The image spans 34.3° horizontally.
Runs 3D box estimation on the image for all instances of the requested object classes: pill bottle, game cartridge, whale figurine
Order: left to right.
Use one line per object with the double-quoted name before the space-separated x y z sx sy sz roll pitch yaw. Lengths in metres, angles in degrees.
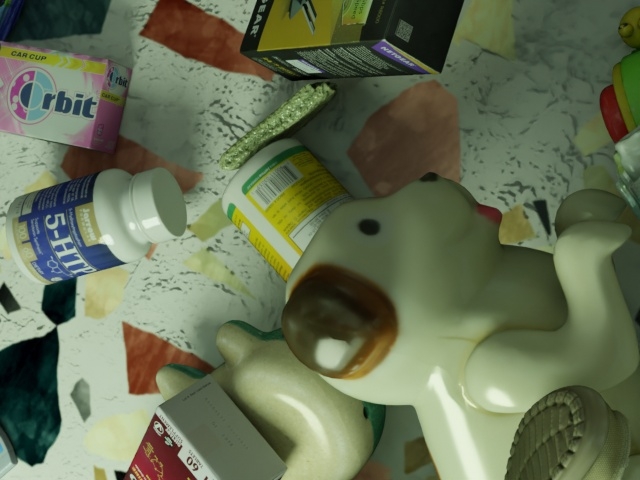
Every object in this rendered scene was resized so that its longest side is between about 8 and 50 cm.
"game cartridge" -0.414 0.256 1.288 0.056 0.017 0.083 -40 76 8
"pill bottle" -0.256 -0.022 1.200 0.186 0.112 0.112 -15 83 17
"whale figurine" -0.050 0.169 1.124 0.272 0.141 0.216 -5 117 39
"pill bottle" 0.000 0.000 1.111 0.117 0.117 0.208 -46 76 11

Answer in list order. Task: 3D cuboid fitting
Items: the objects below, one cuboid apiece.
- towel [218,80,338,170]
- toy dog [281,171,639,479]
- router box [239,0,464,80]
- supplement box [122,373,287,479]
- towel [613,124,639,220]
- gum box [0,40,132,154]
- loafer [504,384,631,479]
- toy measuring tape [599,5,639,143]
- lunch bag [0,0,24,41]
"towel" -0.043 -0.126 1.138 0.148 0.110 0.027 -37 90 13
"toy dog" 0.157 0.114 0.944 0.408 0.284 0.395 42 121 -4
"router box" 0.058 -0.318 1.043 0.243 0.081 0.309 8 78 53
"supplement box" -0.135 0.259 1.098 0.130 0.073 0.239 47 141 15
"towel" 0.466 -0.026 0.846 0.320 0.090 0.374 -41 89 -3
"gum box" -0.334 -0.176 1.259 0.188 0.062 0.107 12 91 18
"loafer" 0.179 0.210 0.768 0.092 0.102 0.269 12 133 -1
"toy measuring tape" 0.349 -0.074 0.997 0.121 0.121 0.330 -18 81 17
"lunch bag" -0.499 -0.314 1.298 0.221 0.138 0.293 29 87 20
